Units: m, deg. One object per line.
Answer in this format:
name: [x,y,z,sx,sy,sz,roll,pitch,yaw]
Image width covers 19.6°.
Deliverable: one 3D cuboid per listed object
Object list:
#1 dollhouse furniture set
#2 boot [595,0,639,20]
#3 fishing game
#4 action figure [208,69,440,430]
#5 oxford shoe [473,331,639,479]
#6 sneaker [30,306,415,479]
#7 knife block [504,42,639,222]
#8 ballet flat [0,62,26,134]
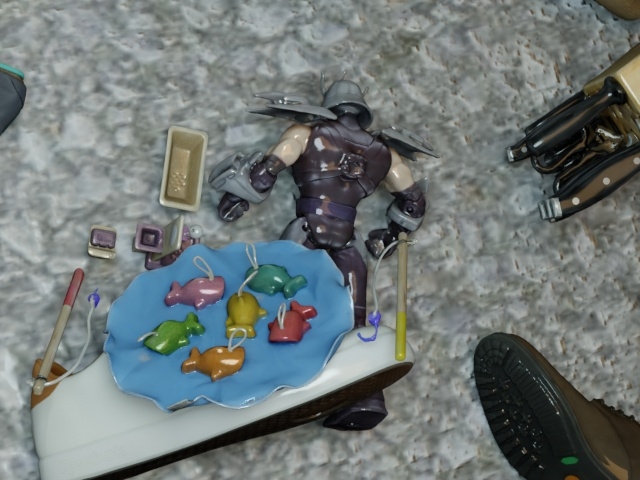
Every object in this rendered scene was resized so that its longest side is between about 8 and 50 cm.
dollhouse furniture set: [-0.120,-0.040,1.405,0.091,0.081,0.114,11,75,-19]
boot: [0.278,-0.335,1.631,0.115,0.112,0.305,36,61,-44]
fishing game: [-0.068,0.050,1.287,0.264,0.041,0.189,-4,37,12]
action figure: [0.000,0.000,1.436,0.185,0.099,0.285,11,75,-18]
oxford shoe: [0.209,0.161,1.508,0.227,0.083,0.096,53,44,-3]
sneaker: [-0.081,0.087,1.328,0.290,0.106,0.123,-17,77,11]
knife block: [0.287,-0.120,1.502,0.088,0.276,0.242,56,37,-4]
ballet flat: [-0.316,-0.124,1.355,0.203,0.074,0.074,21,72,-19]
